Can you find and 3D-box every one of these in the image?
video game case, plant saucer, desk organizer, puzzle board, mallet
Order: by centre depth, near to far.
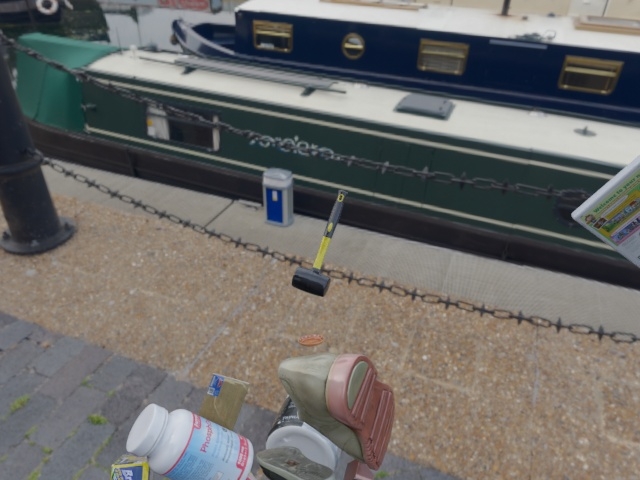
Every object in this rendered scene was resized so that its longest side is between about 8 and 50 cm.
[{"bbox_3d":[0.000,0.000,0.837,0.063,0.039,0.189,10,76,10],"label":"mallet"},{"bbox_3d":[0.616,-0.066,0.898,0.194,0.212,0.023,32,31,-12],"label":"video game case"},{"bbox_3d":[0.092,0.556,1.164,0.047,0.130,0.050,20,57,0],"label":"desk organizer"},{"bbox_3d":[-0.245,0.406,1.230,0.097,0.128,0.011,20,-1,-10],"label":"puzzle board"},{"bbox_3d":[-0.029,0.322,1.567,0.084,0.013,0.083,-5,8,1],"label":"plant saucer"}]

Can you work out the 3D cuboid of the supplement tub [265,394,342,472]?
[{"bbox_3d":[-0.010,0.477,1.341,0.194,0.193,0.316,11,23,13],"label":"supplement tub"}]

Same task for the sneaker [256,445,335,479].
[{"bbox_3d":[-0.052,0.464,0.901,0.083,0.117,0.222,-4,-2,-33],"label":"sneaker"}]

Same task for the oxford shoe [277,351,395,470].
[{"bbox_3d":[0.045,0.310,0.907,0.147,0.396,0.140,5,50,25],"label":"oxford shoe"}]

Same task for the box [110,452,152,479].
[{"bbox_3d":[-0.293,0.372,0.769,0.054,0.169,0.059,2,72,-15],"label":"box"}]

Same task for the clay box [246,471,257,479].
[{"bbox_3d":[-0.179,0.487,0.940,0.128,0.053,0.222,19,12,-48],"label":"clay box"}]

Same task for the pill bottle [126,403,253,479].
[{"bbox_3d":[-0.180,0.291,0.680,0.160,0.087,0.087,37,24,-25],"label":"pill bottle"}]
